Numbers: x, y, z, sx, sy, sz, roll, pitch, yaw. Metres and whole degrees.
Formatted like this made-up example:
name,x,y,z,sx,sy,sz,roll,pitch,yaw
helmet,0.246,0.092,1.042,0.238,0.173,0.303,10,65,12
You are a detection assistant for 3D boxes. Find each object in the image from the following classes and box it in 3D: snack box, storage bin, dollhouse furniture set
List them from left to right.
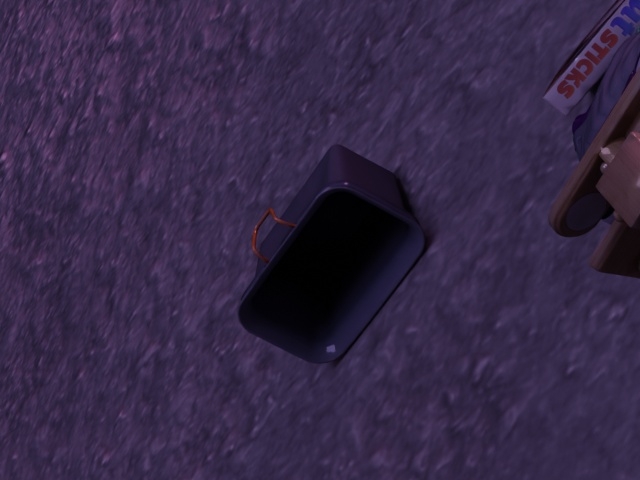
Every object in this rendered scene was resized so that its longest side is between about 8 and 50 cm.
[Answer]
name,x,y,z,sx,sy,sz,roll,pitch,yaw
storage bin,0.000,0.000,1.313,0.135,0.098,0.091,-54,19,25
snack box,0.196,-0.150,1.100,0.178,0.022,0.064,-51,0,30
dollhouse furniture set,0.189,0.007,0.922,0.123,0.144,0.151,-60,42,25

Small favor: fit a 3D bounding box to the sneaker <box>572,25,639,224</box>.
name,x,y,z,sx,sy,sz,roll,pitch,yaw
sneaker,0.203,-0.118,1.034,0.224,0.083,0.098,-56,22,22
